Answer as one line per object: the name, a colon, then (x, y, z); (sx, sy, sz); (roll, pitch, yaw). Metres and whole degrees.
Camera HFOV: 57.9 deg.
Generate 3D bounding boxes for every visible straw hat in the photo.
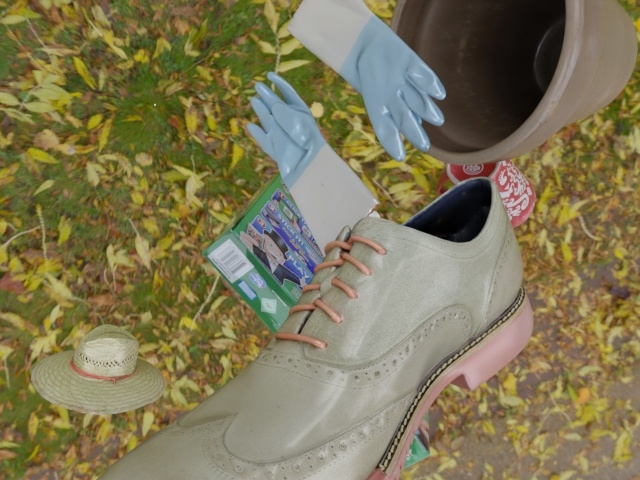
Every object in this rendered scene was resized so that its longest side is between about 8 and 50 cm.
straw hat: (-0.237, 0.127, 0.642); (0.144, 0.144, 0.061); (13, 104, -18)

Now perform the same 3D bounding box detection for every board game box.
board game box: (0.017, 0.080, 0.679); (0.046, 0.213, 0.317); (-36, 102, 20)

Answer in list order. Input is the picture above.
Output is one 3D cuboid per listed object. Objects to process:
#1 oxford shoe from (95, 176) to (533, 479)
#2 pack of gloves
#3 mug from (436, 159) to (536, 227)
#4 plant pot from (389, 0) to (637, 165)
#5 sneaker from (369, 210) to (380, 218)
oxford shoe: (0.009, 0.065, 0.389); (0.397, 0.140, 0.147); (-28, 115, -43)
pack of gloves: (0.021, -0.128, 0.584); (0.046, 0.232, 0.195); (3, 135, -46)
mug: (0.270, -0.089, 0.980); (0.150, 0.113, 0.169); (-27, 149, 22)
plant pot: (0.245, -0.220, 0.683); (0.229, 0.263, 0.263); (-5, 105, -35)
sneaker: (0.000, 0.000, 1.260); (0.292, 0.110, 0.118); (-23, 153, -7)
